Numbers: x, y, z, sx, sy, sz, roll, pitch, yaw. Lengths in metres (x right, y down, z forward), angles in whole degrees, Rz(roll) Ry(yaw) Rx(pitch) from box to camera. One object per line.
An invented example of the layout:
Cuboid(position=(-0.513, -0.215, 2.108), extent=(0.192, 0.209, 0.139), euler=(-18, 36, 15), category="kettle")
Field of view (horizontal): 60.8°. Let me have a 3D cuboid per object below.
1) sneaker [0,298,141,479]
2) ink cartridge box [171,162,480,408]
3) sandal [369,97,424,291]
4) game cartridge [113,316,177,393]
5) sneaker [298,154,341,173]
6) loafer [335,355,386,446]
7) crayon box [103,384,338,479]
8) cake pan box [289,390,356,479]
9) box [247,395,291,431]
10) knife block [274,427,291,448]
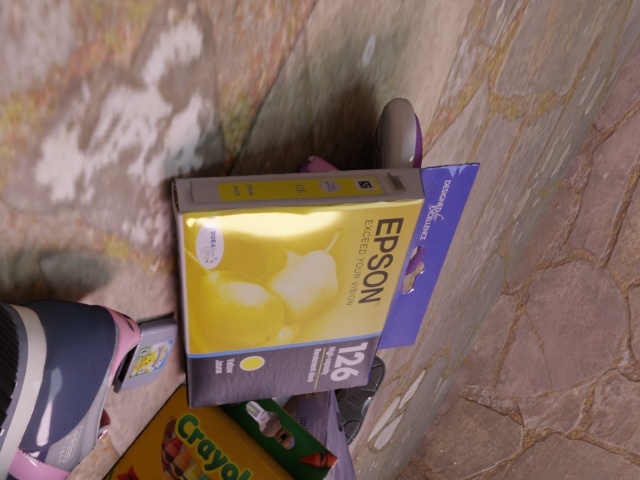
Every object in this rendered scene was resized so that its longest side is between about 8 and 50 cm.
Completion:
Cuboid(position=(-0.242, 0.192, 0.445), extent=(0.131, 0.112, 0.319), euler=(4, 119, -57), category="sneaker")
Cuboid(position=(0.005, 0.061, 0.593), extent=(0.307, 0.072, 0.303), euler=(-3, 132, -14), category="ink cartridge box")
Cuboid(position=(0.117, -0.024, 0.737), extent=(0.416, 0.102, 0.169), euler=(88, 0, -56), category="sandal")
Cuboid(position=(-0.182, 0.120, 0.574), extent=(0.056, 0.017, 0.083), euler=(-10, 130, -61), category="game cartridge")
Cuboid(position=(0.000, 0.000, 0.663), extent=(0.104, 0.095, 0.236), euler=(-38, 151, -17), category="sneaker")
Cuboid(position=(0.059, 0.378, 1.208), extent=(0.267, 0.096, 0.084), euler=(-52, 165, -14), category="loafer")
Cuboid(position=(-0.156, 0.323, 0.648), extent=(0.318, 0.202, 0.081), euler=(-52, 154, -10), category="crayon box")
Cuboid(position=(0.011, 0.409, 0.919), extent=(0.267, 0.070, 0.246), euler=(-80, 155, -72), category="cake pan box")
Cuboid(position=(-0.080, 0.226, 0.848), extent=(0.186, 0.038, 0.145), euler=(-47, 153, -15), category="box")
Cuboid(position=(-0.071, 0.505, 1.165), extent=(0.088, 0.242, 0.275), euler=(-43, 107, -26), category="knife block")
